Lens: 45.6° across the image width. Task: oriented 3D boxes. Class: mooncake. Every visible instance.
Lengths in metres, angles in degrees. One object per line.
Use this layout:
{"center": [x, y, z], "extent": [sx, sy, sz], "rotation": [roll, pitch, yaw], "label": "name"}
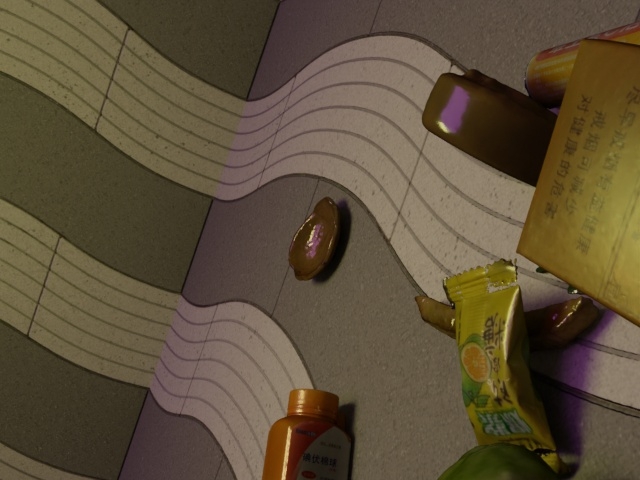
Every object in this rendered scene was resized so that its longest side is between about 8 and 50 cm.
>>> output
{"center": [0.277, -0.171, 1.155], "extent": [0.117, 0.234, 0.235], "rotation": [-64, 24, 12], "label": "mooncake"}

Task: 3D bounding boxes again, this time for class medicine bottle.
{"center": [0.432, -0.243, 0.993], "extent": [0.426, 0.108, 0.108], "rotation": [3, 76, 67], "label": "medicine bottle"}
{"center": [-0.025, 0.410, 1.485], "extent": [0.112, 0.149, 0.222], "rotation": [-34, 43, 54], "label": "medicine bottle"}

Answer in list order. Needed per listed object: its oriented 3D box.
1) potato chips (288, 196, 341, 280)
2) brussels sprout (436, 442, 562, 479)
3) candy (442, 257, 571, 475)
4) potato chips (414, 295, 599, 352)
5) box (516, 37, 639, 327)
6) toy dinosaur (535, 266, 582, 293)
{"center": [0.000, 0.001, 1.841], "extent": [0.195, 0.061, 0.208], "rotation": [-11, 62, 58], "label": "potato chips"}
{"center": [0.182, 0.392, 0.877], "extent": [0.274, 0.242, 0.317], "rotation": [-51, -23, -47], "label": "brussels sprout"}
{"center": [0.244, 0.183, 1.060], "extent": [0.187, 0.081, 0.297], "rotation": [-30, 72, 63], "label": "candy"}
{"center": [0.262, 0.127, 1.165], "extent": [0.407, 0.057, 0.080], "rotation": [-7, 63, 65], "label": "potato chips"}
{"center": [0.375, -0.028, 0.698], "extent": [0.415, 0.115, 0.265], "rotation": [40, 119, 60], "label": "box"}
{"center": [0.380, -0.085, 0.943], "extent": [0.447, 0.087, 0.301], "rotation": [163, 108, -71], "label": "toy dinosaur"}
